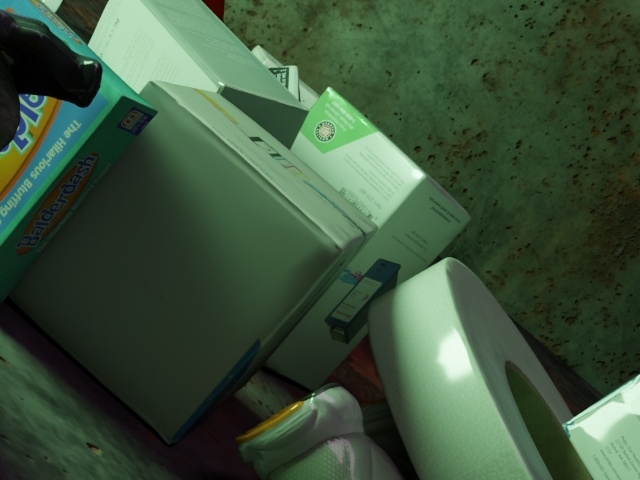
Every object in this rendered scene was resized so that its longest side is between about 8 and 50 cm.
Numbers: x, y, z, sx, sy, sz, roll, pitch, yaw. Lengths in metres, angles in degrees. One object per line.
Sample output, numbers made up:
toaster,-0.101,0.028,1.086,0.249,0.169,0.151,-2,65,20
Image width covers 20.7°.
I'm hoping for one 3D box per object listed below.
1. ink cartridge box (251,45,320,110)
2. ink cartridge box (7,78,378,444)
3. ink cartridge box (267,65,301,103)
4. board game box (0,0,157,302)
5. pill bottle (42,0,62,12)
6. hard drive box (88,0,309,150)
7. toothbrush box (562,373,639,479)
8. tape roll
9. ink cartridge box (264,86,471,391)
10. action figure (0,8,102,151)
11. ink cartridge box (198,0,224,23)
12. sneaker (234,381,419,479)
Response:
ink cartridge box,-0.029,-0.073,1.957,0.237,0.172,0.100,39,8,-16
ink cartridge box,-0.085,0.007,1.211,0.168,0.171,0.232,41,7,4
ink cartridge box,-0.034,-0.042,1.787,0.206,0.045,0.208,-92,177,-61
board game box,-0.226,-0.089,1.110,0.210,0.160,0.047,43,8,23
pill bottle,-0.362,-0.299,1.951,0.152,0.086,0.086,37,8,-24
hard drive box,-0.130,-0.093,1.485,0.089,0.181,0.232,14,22,-35
toothbrush box,0.295,0.219,1.115,0.295,0.126,0.216,50,8,-51
tape roll,0.162,0.196,1.289,0.392,0.072,0.392,57,11,-17
ink cartridge box,0.000,0.000,1.531,0.154,0.212,0.093,45,5,39
action figure,-0.300,-0.068,0.862,0.341,0.179,0.330,14,-2,5
ink cartridge box,-0.092,-0.119,1.721,0.060,0.239,0.275,7,8,1
sneaker,0.025,0.175,1.175,0.121,0.099,0.262,63,12,15
